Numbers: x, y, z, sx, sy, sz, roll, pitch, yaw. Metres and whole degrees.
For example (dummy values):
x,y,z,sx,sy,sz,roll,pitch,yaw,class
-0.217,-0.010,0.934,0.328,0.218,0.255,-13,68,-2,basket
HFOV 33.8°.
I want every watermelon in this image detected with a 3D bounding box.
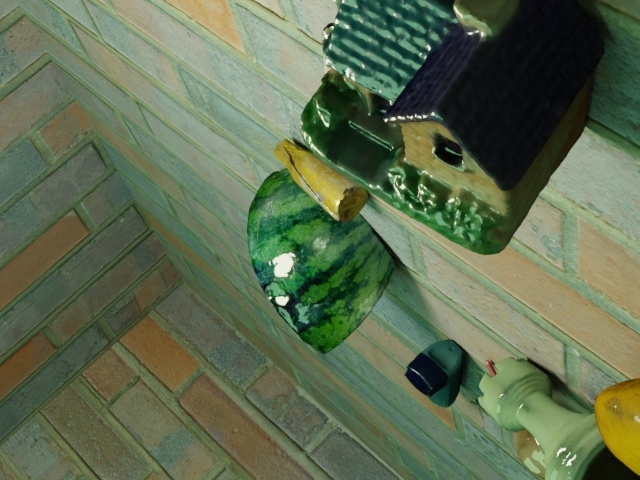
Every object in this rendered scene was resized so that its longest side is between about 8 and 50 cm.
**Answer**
x,y,z,sx,sy,sz,roll,pitch,yaw,class
0.012,0.002,2.098,0.222,0.319,0.292,-30,112,39,watermelon

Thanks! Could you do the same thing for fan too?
x,y,z,sx,sy,sz,roll,pitch,yaw,class
0.360,0.373,2.319,0.060,0.003,0.080,47,164,4,fan

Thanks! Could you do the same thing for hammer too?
x,y,z,sx,sy,sz,roll,pitch,yaw,class
0.343,0.268,2.065,0.083,0.031,0.052,59,158,-17,hammer

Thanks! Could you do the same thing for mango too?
x,y,z,sx,sy,sz,roll,pitch,yaw,class
0.516,0.269,1.402,0.187,0.144,0.359,42,163,-29,mango

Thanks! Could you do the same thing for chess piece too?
x,y,z,sx,sy,sz,roll,pitch,yaw,class
0.399,0.317,1.786,0.299,0.194,0.195,42,166,53,chess piece

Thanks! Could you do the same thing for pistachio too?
x,y,z,sx,sy,sz,roll,pitch,yaw,class
0.447,0.395,1.920,0.185,0.124,0.124,39,163,19,pistachio

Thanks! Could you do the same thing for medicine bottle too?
x,y,z,sx,sy,sz,roll,pitch,yaw,class
0.247,0.292,2.209,0.079,0.124,0.258,40,165,23,medicine bottle

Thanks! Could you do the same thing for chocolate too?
x,y,z,sx,sy,sz,roll,pitch,yaw,class
-0.009,-0.120,1.969,0.219,0.085,0.086,40,163,35,chocolate

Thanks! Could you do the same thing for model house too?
x,y,z,sx,sy,sz,roll,pitch,yaw,class
0.123,-0.185,1.126,0.312,0.245,0.280,34,168,20,model house

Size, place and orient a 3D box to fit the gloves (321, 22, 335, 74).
x,y,z,sx,sy,sz,roll,pitch,yaw,class
0.063,-0.232,1.445,0.212,0.111,0.128,140,114,-78,gloves
